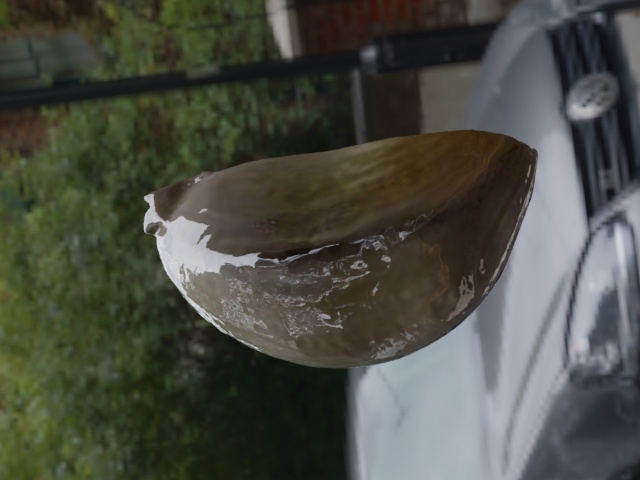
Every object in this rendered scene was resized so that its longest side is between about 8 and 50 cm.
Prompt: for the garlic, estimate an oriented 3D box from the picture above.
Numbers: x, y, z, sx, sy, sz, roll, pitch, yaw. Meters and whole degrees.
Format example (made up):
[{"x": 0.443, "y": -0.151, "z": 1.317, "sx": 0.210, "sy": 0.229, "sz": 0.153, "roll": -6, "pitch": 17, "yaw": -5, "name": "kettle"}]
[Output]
[{"x": 0.006, "y": 0.010, "z": 0.701, "sx": 0.087, "sy": 0.195, "sz": 0.101, "roll": 56, "pitch": -147, "yaw": -47, "name": "garlic"}]
